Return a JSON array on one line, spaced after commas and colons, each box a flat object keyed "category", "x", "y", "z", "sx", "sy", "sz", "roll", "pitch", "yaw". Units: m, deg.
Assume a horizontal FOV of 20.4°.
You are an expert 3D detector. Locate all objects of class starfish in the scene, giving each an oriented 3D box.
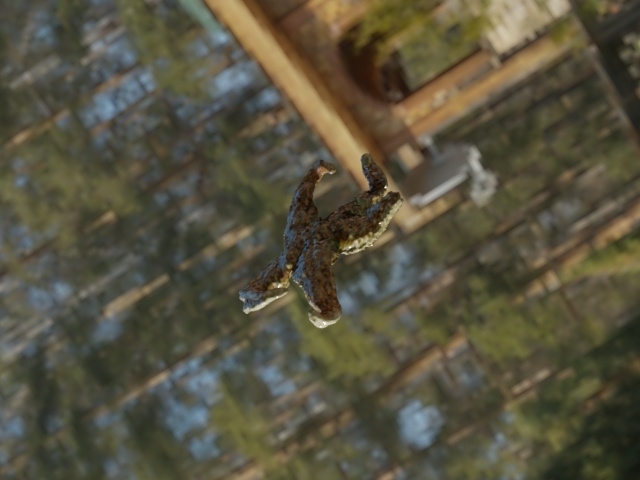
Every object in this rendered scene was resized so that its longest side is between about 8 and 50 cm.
[{"category": "starfish", "x": 0.006, "y": 0.007, "z": 1.396, "sx": 0.053, "sy": 0.150, "sz": 0.209, "roll": 49, "pitch": -162, "yaw": -24}]
